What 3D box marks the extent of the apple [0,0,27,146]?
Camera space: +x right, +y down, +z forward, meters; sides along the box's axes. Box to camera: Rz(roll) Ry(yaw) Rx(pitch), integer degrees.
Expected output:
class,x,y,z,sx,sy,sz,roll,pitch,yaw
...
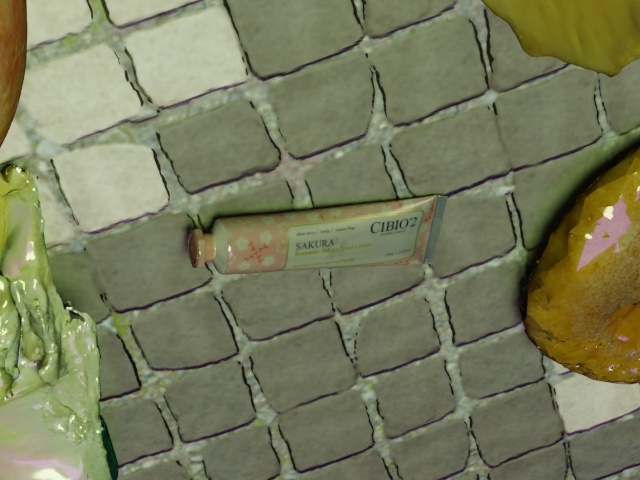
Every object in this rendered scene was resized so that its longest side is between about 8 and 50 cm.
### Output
class,x,y,z,sx,sy,sz,roll,pitch,yaw
apple,-0.333,-0.135,0.777,0.349,0.277,0.348,-14,145,-10

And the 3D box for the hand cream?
class,x,y,z,sx,sy,sz,roll,pitch,yaw
hand cream,0.000,0.000,1.152,0.210,0.043,0.067,-5,124,-21

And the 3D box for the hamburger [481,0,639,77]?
class,x,y,z,sx,sy,sz,roll,pitch,yaw
hamburger,0.199,-0.256,0.876,0.237,0.276,0.276,-34,132,-14

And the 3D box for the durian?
class,x,y,z,sx,sy,sz,roll,pitch,yaw
durian,-0.240,0.103,1.069,0.167,0.172,0.306,-6,108,-3

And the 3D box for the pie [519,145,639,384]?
class,x,y,z,sx,sy,sz,roll,pitch,yaw
pie,0.290,0.021,1.240,0.273,0.069,0.273,-12,133,-13

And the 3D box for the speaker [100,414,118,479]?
class,x,y,z,sx,sy,sz,roll,pitch,yaw
speaker,-0.217,0.175,1.220,0.095,0.060,0.075,10,133,20
